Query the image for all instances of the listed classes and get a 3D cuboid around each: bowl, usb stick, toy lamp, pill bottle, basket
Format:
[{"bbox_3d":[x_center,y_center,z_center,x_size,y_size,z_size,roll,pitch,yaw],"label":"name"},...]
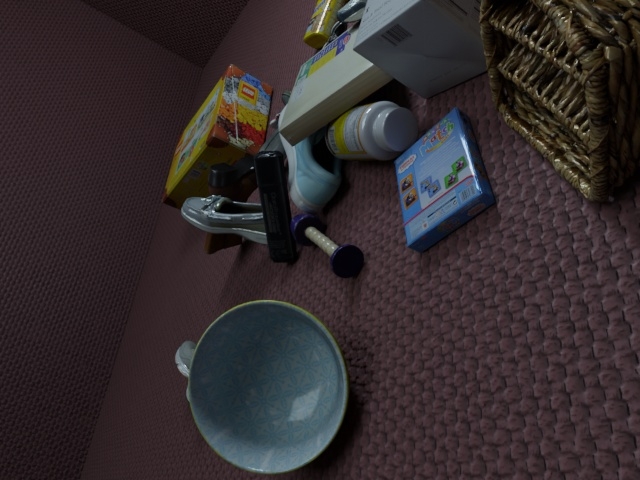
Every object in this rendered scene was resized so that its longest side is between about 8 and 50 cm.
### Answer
[{"bbox_3d":[-0.078,0.253,0.909,0.289,0.290,0.156,-66,-14,0],"label":"bowl"},{"bbox_3d":[-0.108,-0.080,1.205,0.045,0.077,0.277,-43,-51,-63],"label":"usb stick"},{"bbox_3d":[0.000,0.000,1.084,0.080,0.080,0.275,-63,27,5],"label":"toy lamp"},{"bbox_3d":[0.105,-0.225,1.032,0.215,0.117,0.117,17,84,62],"label":"pill bottle"},{"bbox_3d":[0.294,-0.231,0.607,0.223,0.214,0.299,-50,32,27],"label":"basket"}]

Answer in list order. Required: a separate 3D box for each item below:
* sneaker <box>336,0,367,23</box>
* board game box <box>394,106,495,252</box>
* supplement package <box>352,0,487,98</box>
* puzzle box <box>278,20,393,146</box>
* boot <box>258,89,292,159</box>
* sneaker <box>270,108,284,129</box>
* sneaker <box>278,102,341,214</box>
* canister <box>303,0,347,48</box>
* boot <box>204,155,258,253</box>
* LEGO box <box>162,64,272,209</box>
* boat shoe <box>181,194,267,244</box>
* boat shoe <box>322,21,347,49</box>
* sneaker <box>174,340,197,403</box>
[{"bbox_3d":[0.140,-0.662,1.227,0.283,0.122,0.110,-39,29,11],"label":"sneaker"},{"bbox_3d":[0.203,-0.106,0.854,0.160,0.039,0.211,-41,38,39],"label":"board game box"},{"bbox_3d":[0.220,-0.450,0.917,0.199,0.198,0.262,-9,61,58],"label":"supplement package"},{"bbox_3d":[0.046,-0.406,1.185,0.272,0.052,0.408,-29,30,28],"label":"puzzle box"},{"bbox_3d":[-0.113,-0.338,1.491,0.208,0.076,0.190,-55,42,7],"label":"boot"},{"bbox_3d":[-0.116,-0.413,1.623,0.158,0.061,0.064,-6,57,58],"label":"sneaker"},{"bbox_3d":[-0.005,-0.244,1.237,0.150,0.135,0.365,-40,49,38],"label":"sneaker"},{"bbox_3d":[0.015,-0.726,1.617,0.126,0.073,0.169,14,83,62],"label":"canister"},{"bbox_3d":[-0.232,-0.105,1.515,0.096,0.264,0.280,26,123,29],"label":"boot"},{"bbox_3d":[-0.414,-0.373,1.961,0.500,0.193,0.372,-34,41,45],"label":"LEGO box"},{"bbox_3d":[-0.227,-0.074,1.321,0.118,0.321,0.103,-42,-38,-55],"label":"boat shoe"},{"bbox_3d":[0.044,-0.608,1.506,0.125,0.046,0.038,-47,33,37],"label":"boat shoe"},{"bbox_3d":[-0.322,0.346,1.379,0.121,0.099,0.262,-55,37,6],"label":"sneaker"}]
